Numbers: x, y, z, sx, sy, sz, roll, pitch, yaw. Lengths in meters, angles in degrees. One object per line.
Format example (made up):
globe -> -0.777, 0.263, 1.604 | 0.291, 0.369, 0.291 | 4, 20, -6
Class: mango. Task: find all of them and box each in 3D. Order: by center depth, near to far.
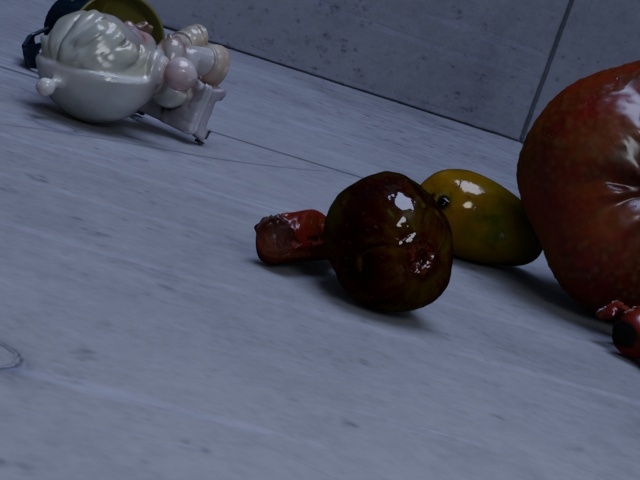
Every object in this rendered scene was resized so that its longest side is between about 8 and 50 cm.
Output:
mango -> 0.173, -0.019, 1.448 | 0.163, 0.089, 0.111 | 22, 5, -17

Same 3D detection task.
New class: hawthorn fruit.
hawthorn fruit -> 0.345, -0.044, 1.389 | 0.275, 0.275, 0.299 | 24, 4, 26

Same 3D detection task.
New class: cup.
cup -> -0.312, -0.265, 1.802 | 0.176, 0.131, 0.155 | -14, 20, -22

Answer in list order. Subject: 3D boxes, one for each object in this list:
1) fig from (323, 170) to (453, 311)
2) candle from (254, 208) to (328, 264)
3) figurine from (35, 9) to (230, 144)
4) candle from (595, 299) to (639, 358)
fig -> 0.047, -0.004, 1.118 | 0.103, 0.109, 0.154 | 10, 7, -23
candle -> 0.000, 0.000, 1.169 | 0.048, 0.053, 0.162 | 30, 12, 23
figurine -> -0.227, -0.190, 1.534 | 0.182, 0.144, 0.256 | 48, 22, 27
candle -> 0.346, 0.126, 1.135 | 0.051, 0.048, 0.329 | -31, 32, -17
